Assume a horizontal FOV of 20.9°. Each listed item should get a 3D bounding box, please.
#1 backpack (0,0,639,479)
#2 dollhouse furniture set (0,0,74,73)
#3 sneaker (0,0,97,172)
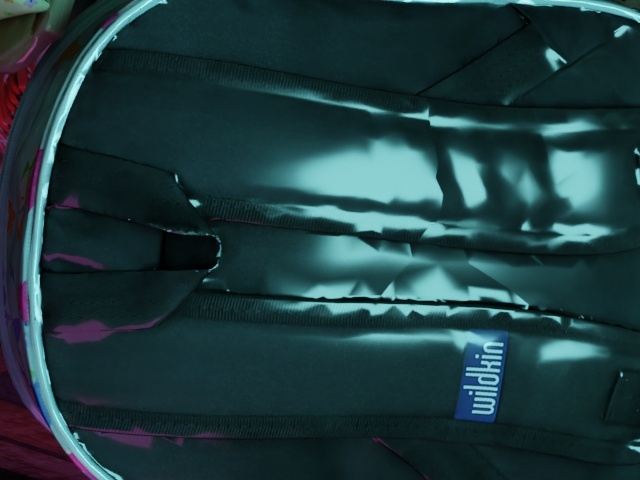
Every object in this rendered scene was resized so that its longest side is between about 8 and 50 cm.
[{"bbox_3d":[0.000,0.000,0.679,0.253,0.225,0.191,2,-173,-22],"label":"backpack"},{"bbox_3d":[-0.200,-0.140,0.647,0.161,0.101,0.182,-3,156,46],"label":"dollhouse furniture set"},{"bbox_3d":[-0.135,-0.068,0.851,0.145,0.090,0.270,8,165,12],"label":"sneaker"}]
